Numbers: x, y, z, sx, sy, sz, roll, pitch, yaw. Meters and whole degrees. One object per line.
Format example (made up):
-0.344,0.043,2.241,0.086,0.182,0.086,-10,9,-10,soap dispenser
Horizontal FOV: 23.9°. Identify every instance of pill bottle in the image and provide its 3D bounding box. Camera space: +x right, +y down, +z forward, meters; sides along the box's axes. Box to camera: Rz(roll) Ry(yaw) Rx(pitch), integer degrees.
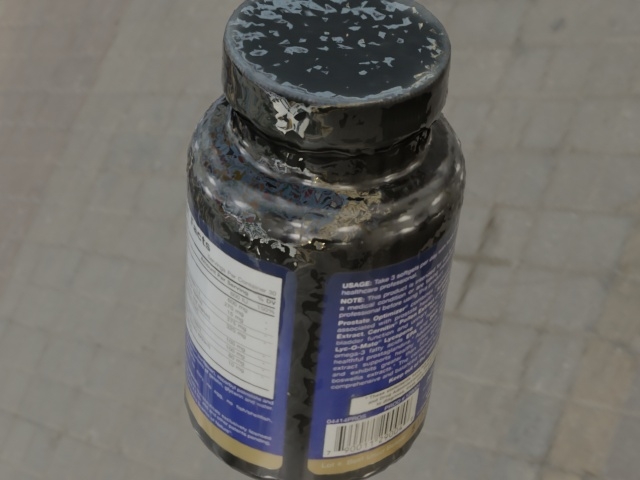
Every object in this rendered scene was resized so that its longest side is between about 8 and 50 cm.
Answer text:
0.000,0.000,0.683,0.123,0.123,0.219,-109,18,-47,pill bottle
